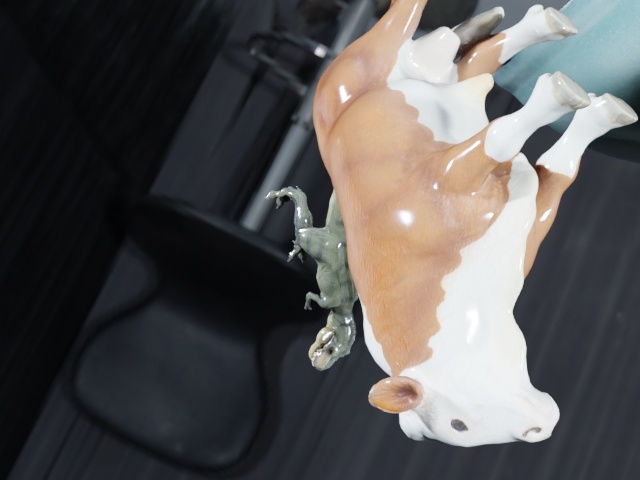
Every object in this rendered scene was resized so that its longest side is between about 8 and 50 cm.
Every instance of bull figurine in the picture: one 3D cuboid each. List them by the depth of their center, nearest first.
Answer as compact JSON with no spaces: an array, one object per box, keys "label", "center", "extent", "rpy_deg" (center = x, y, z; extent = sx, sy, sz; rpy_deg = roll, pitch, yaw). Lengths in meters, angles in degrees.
[{"label":"bull figurine","center":[0.073,-0.035,0.769],"extent":[0.101,0.188,0.310],"rpy_deg":[26,-154,-34]}]

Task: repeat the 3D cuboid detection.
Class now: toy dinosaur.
[{"label":"toy dinosaur","center":[0.000,0.000,1.486],"extent":[0.118,0.064,0.268],"rpy_deg":[31,130,47]}]

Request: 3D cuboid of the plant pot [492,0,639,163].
[{"label":"plant pot","center":[0.335,-0.184,1.338],"extent":[0.196,0.293,0.293],"rpy_deg":[48,158,-1]}]
